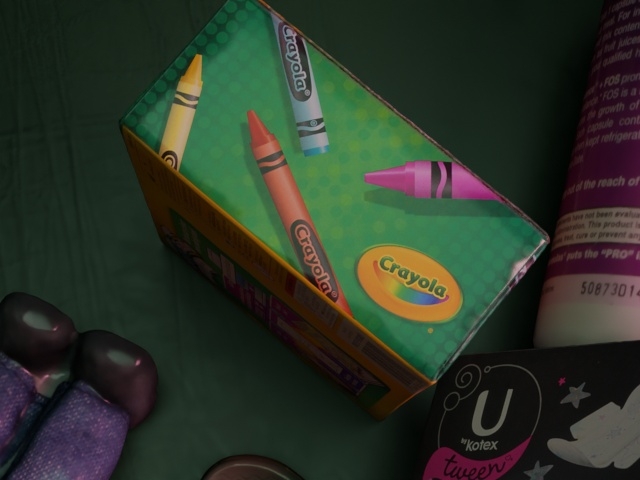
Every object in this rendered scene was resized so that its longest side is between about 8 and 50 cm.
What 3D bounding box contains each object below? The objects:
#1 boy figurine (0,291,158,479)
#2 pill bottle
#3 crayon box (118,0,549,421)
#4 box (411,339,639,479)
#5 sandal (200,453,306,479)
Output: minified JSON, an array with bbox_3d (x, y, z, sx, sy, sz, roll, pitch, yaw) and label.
[{"bbox_3d":[-0.194,0.161,0.731,0.177,0.092,0.285,28,55,3],"label":"boy figurine"},{"bbox_3d":[0.225,-0.063,0.800,0.169,0.169,0.302,14,79,0],"label":"pill bottle"},{"bbox_3d":[0.000,0.000,0.720,0.165,0.278,0.081,39,81,5],"label":"crayon box"},{"bbox_3d":[0.182,0.138,0.682,0.163,0.247,0.142,38,58,-35],"label":"box"},{"bbox_3d":[-0.030,0.224,0.786,0.090,0.060,0.219,3,79,-2],"label":"sandal"}]
